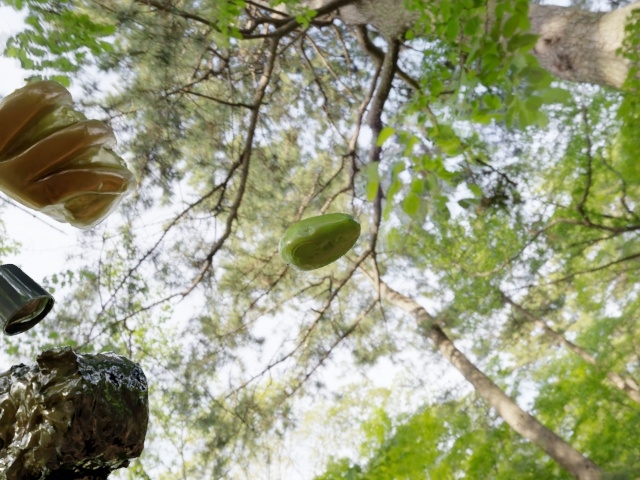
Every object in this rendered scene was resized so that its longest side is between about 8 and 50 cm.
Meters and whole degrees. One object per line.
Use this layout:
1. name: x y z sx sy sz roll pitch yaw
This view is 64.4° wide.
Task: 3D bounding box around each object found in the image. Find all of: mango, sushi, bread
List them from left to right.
1. sushi: -0.273 0.190 0.501 0.213 0.147 0.115 -17 -19 30
2. bread: -0.462 -0.148 0.899 0.270 0.316 0.211 34 -99 -18
3. mango: 0.000 0.000 0.638 0.108 0.056 0.073 -24 -44 12

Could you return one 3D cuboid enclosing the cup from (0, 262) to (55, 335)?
1. cup: -0.442 0.089 0.729 0.078 0.077 0.100 -37 -15 -52
